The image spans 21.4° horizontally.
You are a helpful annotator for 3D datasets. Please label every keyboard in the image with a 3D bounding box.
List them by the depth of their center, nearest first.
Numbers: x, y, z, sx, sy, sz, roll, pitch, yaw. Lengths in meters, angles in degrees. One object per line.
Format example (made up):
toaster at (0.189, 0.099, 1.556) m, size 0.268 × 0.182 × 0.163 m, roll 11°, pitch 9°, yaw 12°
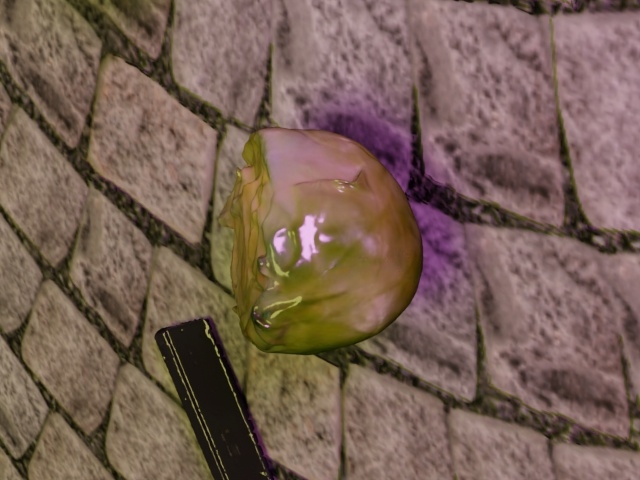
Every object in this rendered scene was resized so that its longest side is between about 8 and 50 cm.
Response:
keyboard at (-0.071, 0.153, 1.320) m, size 0.060 × 0.018 × 0.195 m, roll -16°, pitch 99°, yaw 42°

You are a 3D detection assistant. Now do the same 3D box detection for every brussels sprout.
brussels sprout at (0.005, 0.002, 1.082) m, size 0.151 × 0.122 × 0.149 m, roll -113°, pitch 30°, yaw -56°
